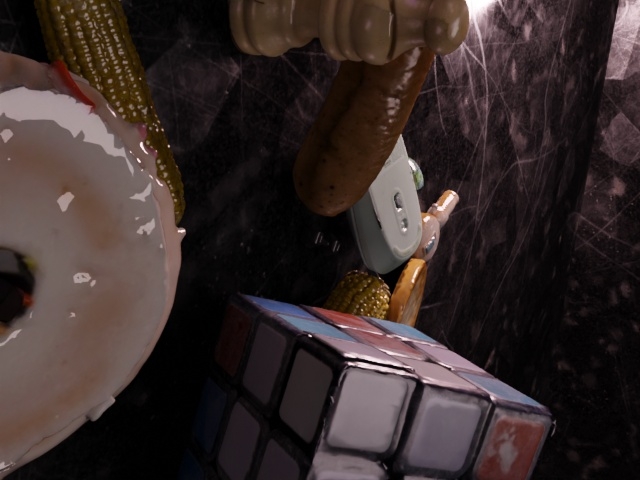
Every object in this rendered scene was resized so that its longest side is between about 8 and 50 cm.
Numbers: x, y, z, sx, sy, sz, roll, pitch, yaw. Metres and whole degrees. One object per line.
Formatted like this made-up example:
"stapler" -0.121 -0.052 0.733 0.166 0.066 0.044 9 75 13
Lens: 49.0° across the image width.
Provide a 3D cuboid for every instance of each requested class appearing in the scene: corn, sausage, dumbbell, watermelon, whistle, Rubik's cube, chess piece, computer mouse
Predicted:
"corn" -0.216 -0.134 0.737 0.097 0.097 0.320 -43 135 -39
"sausage" 0.094 -0.258 1.003 0.123 0.136 0.501 14 110 -26
"dumbbell" 0.000 0.000 1.166 0.036 0.040 0.083 -45 149 12
"watermelon" 0.166 -0.125 1.364 0.061 0.085 0.085 -29 142 6
"whistle" 0.235 -0.029 1.491 0.220 0.057 0.107 -49 139 -36
"Rubik's cube" 0.036 0.302 0.967 0.358 0.363 0.362 14 93 -27
"chess piece" 0.038 -0.283 0.849 0.139 0.307 0.124 -52 142 -29
"corn" 0.020 0.181 1.212 0.305 0.106 0.106 -54 142 -28
"computer mouse" 0.091 -0.083 1.214 0.159 0.097 0.289 -38 116 -45

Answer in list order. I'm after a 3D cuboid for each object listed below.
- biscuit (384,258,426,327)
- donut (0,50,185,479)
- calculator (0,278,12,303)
"biscuit" 0.165 0.134 1.406 0.309 0.040 0.205 29 79 -76
"donut" -0.299 0.023 0.569 0.382 0.142 0.383 -20 122 -35
"calculator" -0.280 -0.004 0.707 0.141 0.045 0.246 -22 124 -30
